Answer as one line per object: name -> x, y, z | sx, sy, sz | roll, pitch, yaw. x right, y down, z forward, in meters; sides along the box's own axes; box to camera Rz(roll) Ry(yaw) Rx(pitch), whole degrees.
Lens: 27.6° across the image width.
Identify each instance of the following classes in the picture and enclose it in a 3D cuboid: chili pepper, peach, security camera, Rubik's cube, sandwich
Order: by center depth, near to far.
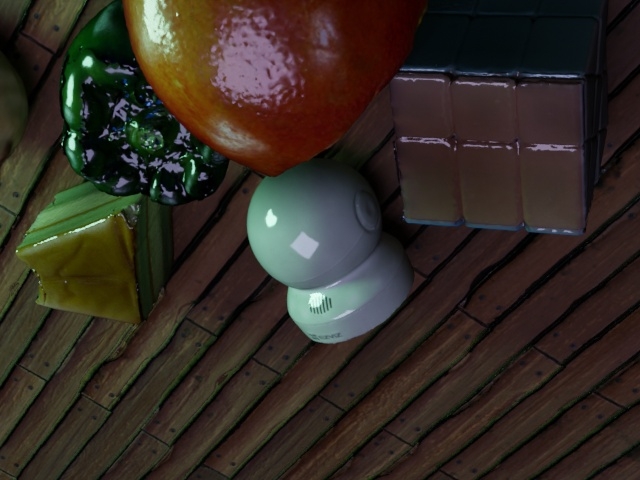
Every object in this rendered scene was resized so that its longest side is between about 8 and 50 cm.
peach -> -0.056, -0.267, 1.426 | 0.380, 0.306, 0.242 | 67, 163, -12
Rubik's cube -> 0.218, -0.162, 1.547 | 0.224, 0.231, 0.221 | 4, 131, 18
chili pepper -> -0.199, -0.189, 1.648 | 0.248, 0.257, 0.233 | 27, 128, -7
security camera -> 0.000, 0.000, 1.796 | 0.194, 0.195, 0.236 | -18, 119, 31
sandwich -> -0.334, -0.014, 1.914 | 0.198, 0.155, 0.227 | 12, 133, 9

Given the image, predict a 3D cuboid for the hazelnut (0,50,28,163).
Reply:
hazelnut -> -0.538, -0.187, 1.812 | 0.261, 0.261, 0.241 | 29, 165, -8
